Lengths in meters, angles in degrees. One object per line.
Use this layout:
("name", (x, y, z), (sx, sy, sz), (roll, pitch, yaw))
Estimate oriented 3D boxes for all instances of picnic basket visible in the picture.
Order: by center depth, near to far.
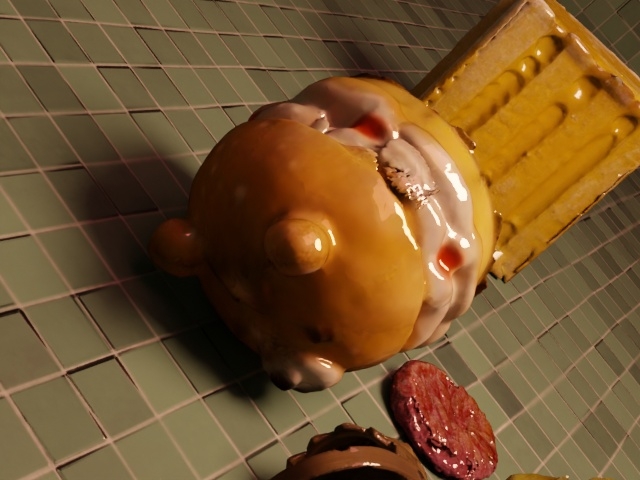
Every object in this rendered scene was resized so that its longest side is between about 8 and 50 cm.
("picnic basket", (0.022, 0.211, 0.873), (0.178, 0.128, 0.138), (44, 16, -53))

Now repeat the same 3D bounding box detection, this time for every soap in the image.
("soap", (0.278, -0.153, 1.583), (0.293, 0.335, 0.156), (40, 25, -9))

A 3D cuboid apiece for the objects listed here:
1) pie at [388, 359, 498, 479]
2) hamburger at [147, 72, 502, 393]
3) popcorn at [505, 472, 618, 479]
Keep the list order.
("pie", (0.132, 0.191, 1.193), (0.154, 0.036, 0.154), (38, 27, -23))
("hamburger", (0.000, 0.000, 1.004), (0.276, 0.276, 0.237), (51, 46, 7))
("popcorn", (0.238, 0.319, 0.960), (0.276, 0.276, 0.225), (16, 74, -49))
